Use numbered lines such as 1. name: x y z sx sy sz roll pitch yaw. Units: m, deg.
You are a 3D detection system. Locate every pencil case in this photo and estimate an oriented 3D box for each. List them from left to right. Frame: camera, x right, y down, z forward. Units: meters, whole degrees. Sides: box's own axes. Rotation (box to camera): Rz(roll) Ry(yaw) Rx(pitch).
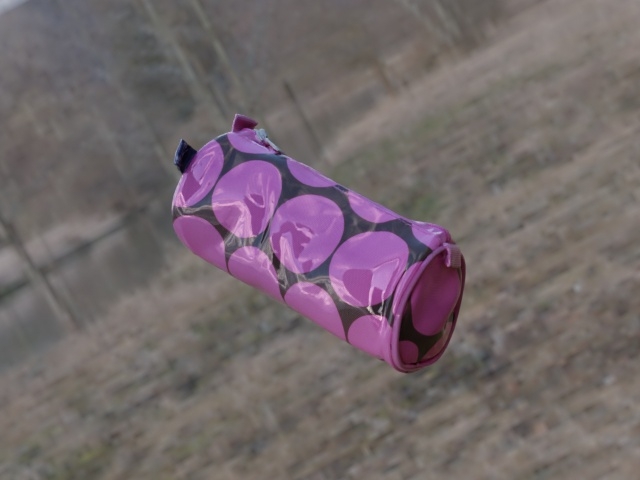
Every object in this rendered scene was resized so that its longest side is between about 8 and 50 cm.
1. pencil case: 0.000 0.000 1.098 0.098 0.209 0.095 -61 -32 0
